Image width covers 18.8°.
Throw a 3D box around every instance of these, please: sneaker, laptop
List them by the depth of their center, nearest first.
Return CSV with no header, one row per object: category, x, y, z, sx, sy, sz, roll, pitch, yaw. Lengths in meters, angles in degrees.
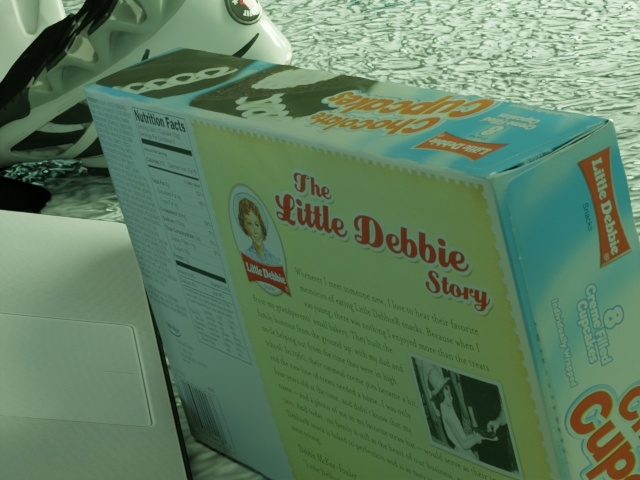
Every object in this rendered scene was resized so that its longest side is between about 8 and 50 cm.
laptop,-0.256,-0.052,0.893,0.408,0.236,0.382,6,21,-13
sneaker,-0.148,-0.096,1.411,0.330,0.146,0.122,-26,32,49

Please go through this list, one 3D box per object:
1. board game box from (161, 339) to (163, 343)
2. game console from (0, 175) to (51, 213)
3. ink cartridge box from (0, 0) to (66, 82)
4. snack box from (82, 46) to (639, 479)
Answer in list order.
board game box,-0.201,0.072,1.082,0.281,0.027,0.145,-27,21,-30
game console,-0.265,-0.005,1.368,0.107,0.071,0.122,-40,9,23
ink cartridge box,-0.299,-0.233,1.735,0.117,0.201,0.278,-18,20,-5
snack box,0.017,0.027,0.797,0.060,0.187,0.322,-25,22,-25
